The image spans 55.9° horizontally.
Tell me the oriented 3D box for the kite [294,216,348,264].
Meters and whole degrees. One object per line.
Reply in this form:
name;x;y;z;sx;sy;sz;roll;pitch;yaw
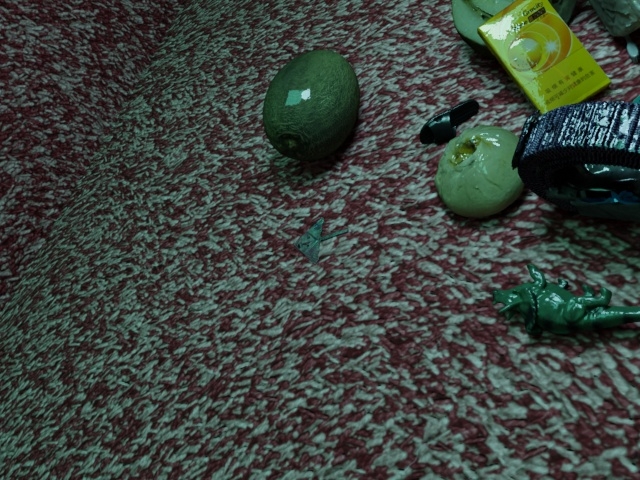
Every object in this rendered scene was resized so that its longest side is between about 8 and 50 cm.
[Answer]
kite;0.000;0.000;1.467;0.153;0.005;0.137;-10;55;30

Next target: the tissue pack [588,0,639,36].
tissue pack;0.708;-0.640;1.208;0.380;0.297;0.207;-34;-1;6

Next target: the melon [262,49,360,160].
melon;-0.021;-0.360;1.591;0.249;0.248;0.329;-3;53;35

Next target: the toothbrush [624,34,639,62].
toothbrush;0.669;-0.490;1.344;0.021;0.024;0.288;-15;48;24

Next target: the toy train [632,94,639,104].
toy train;0.666;-0.220;1.079;0.154;0.107;0.197;-40;42;15

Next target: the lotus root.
lotus root;0.448;-0.559;1.470;0.267;0.149;0.260;-52;45;4

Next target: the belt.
belt;0.498;-0.126;1.014;0.325;0.260;0.122;11;70;40

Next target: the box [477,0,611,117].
box;0.477;-0.397;1.298;0.152;0.043;0.269;-34;78;9

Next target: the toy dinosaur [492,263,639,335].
toy dinosaur;0.434;0.100;1.021;0.292;0.079;0.120;-8;59;35

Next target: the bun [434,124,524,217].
bun;0.327;-0.159;1.261;0.222;0.127;0.222;-18;52;25

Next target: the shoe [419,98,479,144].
shoe;0.307;-0.272;1.413;0.159;0.062;0.053;-32;47;6
